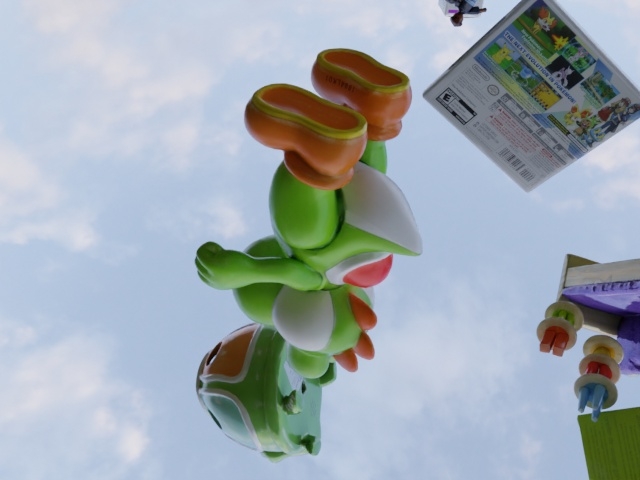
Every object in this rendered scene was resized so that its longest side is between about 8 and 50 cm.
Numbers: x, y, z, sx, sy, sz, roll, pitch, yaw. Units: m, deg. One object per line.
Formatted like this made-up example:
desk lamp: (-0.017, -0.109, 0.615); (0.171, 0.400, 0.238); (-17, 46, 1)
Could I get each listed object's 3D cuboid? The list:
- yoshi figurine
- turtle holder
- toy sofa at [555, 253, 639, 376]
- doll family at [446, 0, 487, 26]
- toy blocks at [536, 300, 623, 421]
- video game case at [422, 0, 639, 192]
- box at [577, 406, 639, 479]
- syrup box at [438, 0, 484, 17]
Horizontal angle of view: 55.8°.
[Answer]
yoshi figurine: (-0.027, -0.008, 0.630); (0.203, 0.362, 0.203); (-2, -139, -10)
turtle holder: (-0.099, 0.295, 1.189); (0.227, 0.320, 0.244); (-3, -117, 17)
toy sofa: (0.490, 0.101, 0.851); (0.150, 0.362, 0.177); (17, -100, -9)
doll family: (0.223, -0.453, 1.052); (0.193, 0.076, 0.111); (25, -79, -14)
toy blocks: (0.334, 0.157, 0.790); (0.123, 0.054, 0.148); (42, -144, 8)
video game case: (0.423, -0.281, 1.203); (0.300, 0.329, 0.036); (-39, -161, 39)
box: (0.400, 0.248, 0.703); (0.178, 0.042, 0.109); (-26, -125, 42)
syrup box: (0.352, -0.667, 1.450); (0.096, 0.237, 0.093); (2, -142, -3)
